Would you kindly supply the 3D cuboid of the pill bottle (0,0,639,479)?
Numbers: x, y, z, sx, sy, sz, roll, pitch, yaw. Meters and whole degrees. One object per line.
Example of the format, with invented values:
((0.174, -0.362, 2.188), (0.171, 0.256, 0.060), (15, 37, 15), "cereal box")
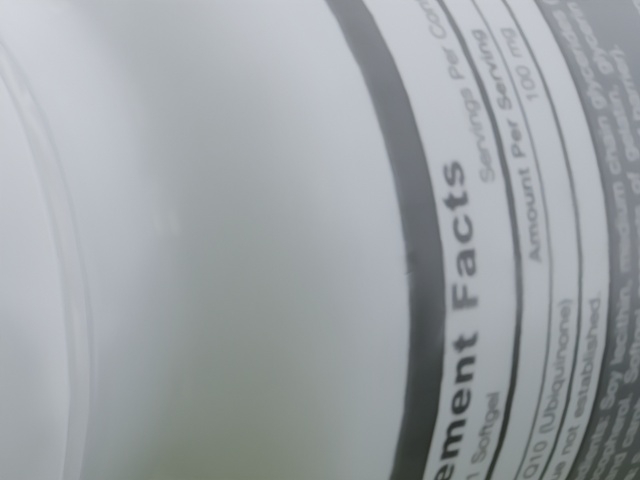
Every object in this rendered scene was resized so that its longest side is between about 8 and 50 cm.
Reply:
((0.000, 0.000, 0.539), (0.363, 0.210, 0.210), (-8, 13, -39), "pill bottle")
